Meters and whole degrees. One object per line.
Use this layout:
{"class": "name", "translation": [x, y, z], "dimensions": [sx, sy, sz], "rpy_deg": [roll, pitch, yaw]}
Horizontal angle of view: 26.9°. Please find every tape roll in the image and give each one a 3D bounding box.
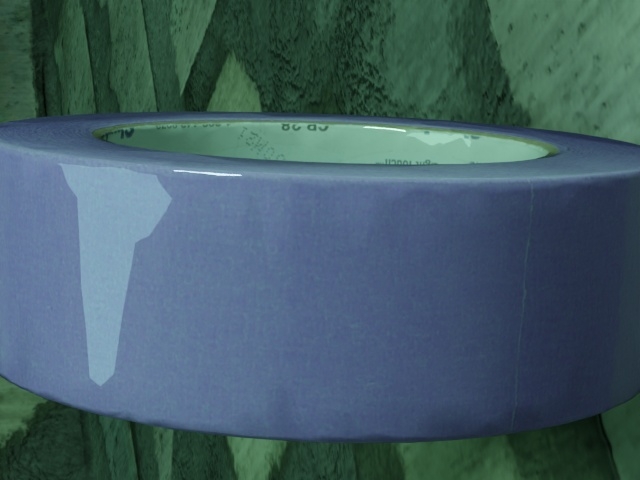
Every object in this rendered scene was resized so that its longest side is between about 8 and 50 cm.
{"class": "tape roll", "translation": [0.000, 0.000, 0.553], "dimensions": [0.275, 0.275, 0.090], "rpy_deg": [-154, 65, -69]}
